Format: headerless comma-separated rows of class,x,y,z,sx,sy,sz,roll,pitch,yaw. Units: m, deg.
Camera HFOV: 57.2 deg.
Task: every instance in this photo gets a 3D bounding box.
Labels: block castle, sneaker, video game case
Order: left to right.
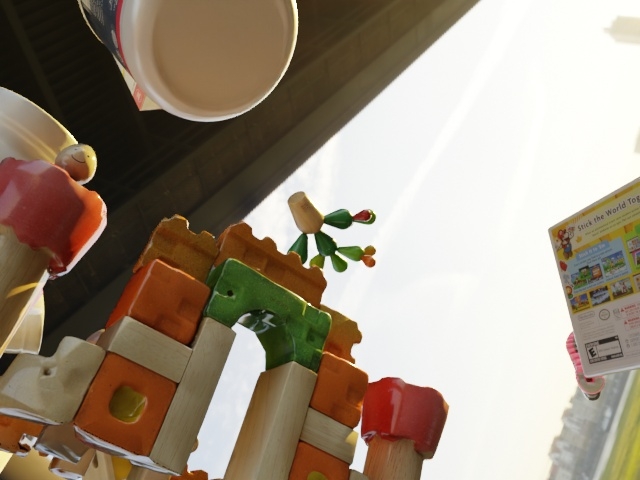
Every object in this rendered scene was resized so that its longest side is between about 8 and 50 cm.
sneaker,-0.525,0.084,0.897,0.169,0.292,0.108,5,-78,-30
block castle,-0.128,0.128,0.556,0.453,0.303,0.213,33,-126,-22
sneaker,0.412,0.194,0.914,0.057,0.047,0.119,57,-148,-40
video game case,0.369,0.041,0.687,0.227,0.026,0.207,130,136,-63

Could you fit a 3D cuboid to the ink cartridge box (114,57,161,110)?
ink cartridge box,-0.360,-0.377,1.184,0.067,0.198,0.115,-15,-22,-37

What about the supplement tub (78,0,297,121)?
supplement tub,-0.166,-0.274,0.676,0.191,0.272,0.191,-21,-46,-23

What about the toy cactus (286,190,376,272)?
toy cactus,0.000,0.000,0.996,0.218,0.112,0.181,-34,-57,-2

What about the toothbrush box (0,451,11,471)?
toothbrush box,-0.677,0.333,0.963,0.216,0.295,0.126,56,-170,-19

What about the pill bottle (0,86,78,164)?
pill bottle,-0.409,-0.029,0.666,0.279,0.162,0.162,-61,-30,-23

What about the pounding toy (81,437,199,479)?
pounding toy,-0.275,0.346,0.964,0.206,0.094,0.181,0,-110,-49
